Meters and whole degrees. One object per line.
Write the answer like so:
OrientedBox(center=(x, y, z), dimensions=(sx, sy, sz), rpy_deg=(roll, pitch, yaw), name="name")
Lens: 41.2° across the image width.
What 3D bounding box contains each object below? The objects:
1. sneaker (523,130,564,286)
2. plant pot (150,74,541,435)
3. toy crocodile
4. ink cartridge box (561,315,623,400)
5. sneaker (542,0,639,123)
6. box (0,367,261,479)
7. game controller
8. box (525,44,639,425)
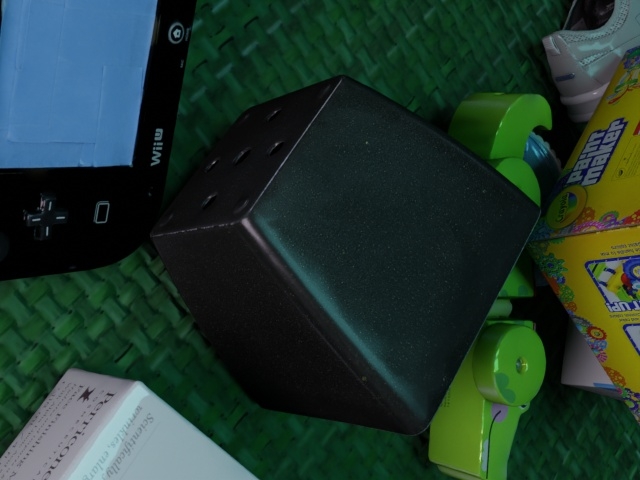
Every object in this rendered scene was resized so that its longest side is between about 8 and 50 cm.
OrientedBox(center=(0.191, -0.029, 0.805), dimensions=(0.073, 0.063, 0.162), rpy_deg=(-21, 99, -32), name="sneaker")
OrientedBox(center=(0.000, 0.000, 0.583), dimensions=(0.167, 0.187, 0.188), rpy_deg=(45, 63, -25), name="plant pot")
OrientedBox(center=(0.140, 0.037, 0.729), dimensions=(0.105, 0.115, 0.341), rpy_deg=(5, 83, -37), name="toy crocodile")
OrientedBox(center=(0.334, 0.120, 0.881), dimensions=(0.143, 0.092, 0.090), rpy_deg=(20, 75, -34), name="ink cartridge box")
OrientedBox(center=(0.331, -0.252, 0.896), dimensions=(0.115, 0.105, 0.281), rpy_deg=(51, 61, -23), name="sneaker")
OrientedBox(center=(-0.123, 0.203, 0.520), dimensions=(0.182, 0.119, 0.181), rpy_deg=(47, 61, -25), name="box")
OrientedBox(center=(-0.144, -0.130, 0.492), dimensions=(0.166, 0.067, 0.319), rpy_deg=(-2, 113, -41), name="game controller")
OrientedBox(center=(0.362, -0.003, 0.741), dimensions=(0.279, 0.177, 0.290), rpy_deg=(53, 52, -21), name="box")
